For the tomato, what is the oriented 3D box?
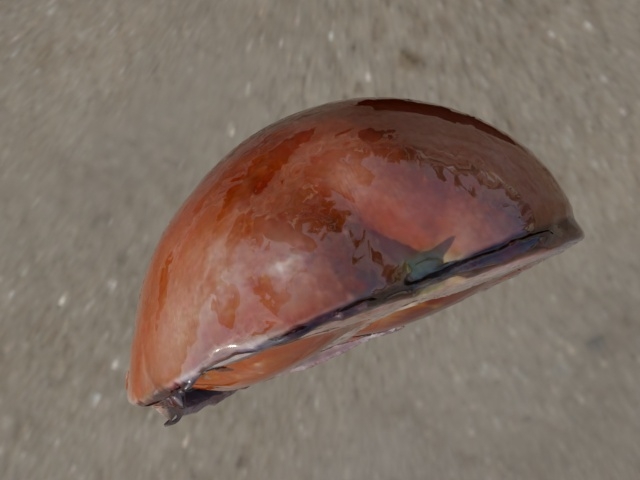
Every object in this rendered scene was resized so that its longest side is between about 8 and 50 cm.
[{"bbox_3d":[0.000,0.000,0.943,0.228,0.199,0.112,-18,81,-29],"label":"tomato"}]
